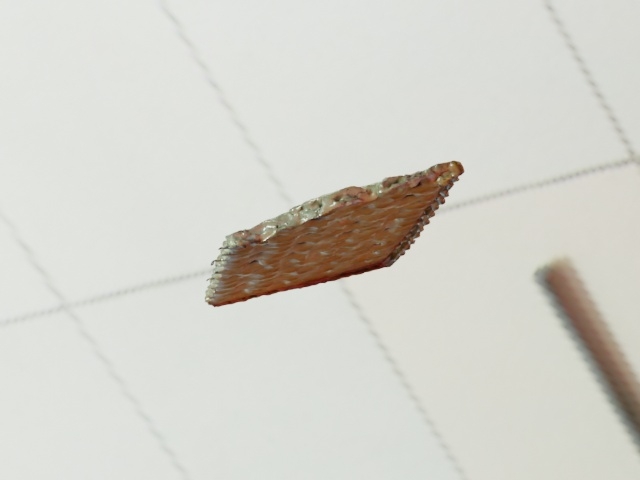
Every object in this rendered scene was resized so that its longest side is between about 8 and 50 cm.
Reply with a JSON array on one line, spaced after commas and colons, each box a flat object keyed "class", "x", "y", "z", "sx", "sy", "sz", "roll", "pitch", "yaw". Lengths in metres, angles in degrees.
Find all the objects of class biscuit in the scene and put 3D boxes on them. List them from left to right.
[{"class": "biscuit", "x": 0.000, "y": 0.001, "z": 1.155, "sx": 0.203, "sy": 0.144, "sz": 0.016, "roll": 116, "pitch": 140, "yaw": -73}]
